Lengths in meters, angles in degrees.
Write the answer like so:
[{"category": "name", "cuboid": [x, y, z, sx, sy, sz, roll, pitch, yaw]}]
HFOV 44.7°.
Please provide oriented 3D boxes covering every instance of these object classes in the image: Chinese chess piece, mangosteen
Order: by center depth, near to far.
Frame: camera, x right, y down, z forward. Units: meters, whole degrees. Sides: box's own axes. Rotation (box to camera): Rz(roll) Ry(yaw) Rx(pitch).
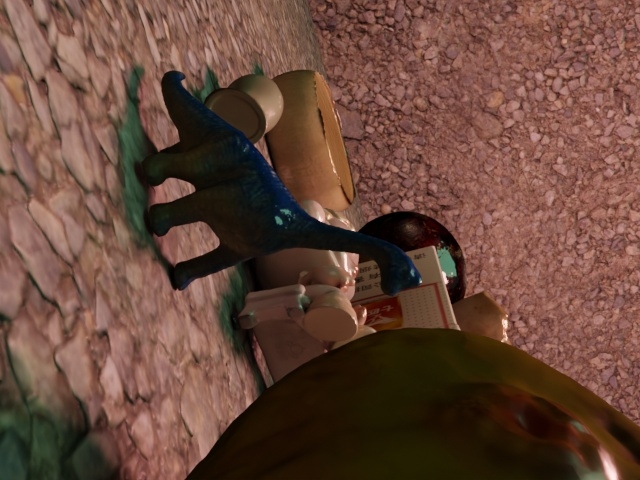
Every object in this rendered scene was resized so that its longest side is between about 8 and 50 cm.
[{"category": "Chinese chess piece", "cuboid": [-0.018, -0.159, 1.293, 0.250, 0.103, 0.249, -14, 90, -82]}, {"category": "mangosteen", "cuboid": [0.158, 0.075, 1.608, 0.288, 0.288, 0.288, -14, 90, -83]}]

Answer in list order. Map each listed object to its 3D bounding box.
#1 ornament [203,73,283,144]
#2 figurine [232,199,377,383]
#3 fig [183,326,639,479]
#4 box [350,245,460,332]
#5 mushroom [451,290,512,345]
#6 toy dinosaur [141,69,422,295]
[{"category": "ornament", "cuboid": [-0.086, -0.149, 0.896, 0.081, 0.075, 0.156, -60, -175, 17]}, {"category": "figurine", "cuboid": [-0.014, 0.053, 0.858, 0.182, 0.145, 0.256, 50, 20, -22]}, {"category": "fig", "cuboid": [0.063, 0.231, 0.402, 0.343, 0.343, 0.343, -14, 90, -83]}, {"category": "box", "cuboid": [0.075, 0.133, 1.007, 0.330, 0.210, 0.095, -87, 162, -66]}, {"category": "mushroom", "cuboid": [0.169, 0.201, 1.262, 0.292, 0.290, 0.292, -14, 90, -85]}, {"category": "toy dinosaur", "cuboid": [-0.040, -0.055, 0.612, 0.075, 0.188, 0.247, 77, 0, -64]}]
